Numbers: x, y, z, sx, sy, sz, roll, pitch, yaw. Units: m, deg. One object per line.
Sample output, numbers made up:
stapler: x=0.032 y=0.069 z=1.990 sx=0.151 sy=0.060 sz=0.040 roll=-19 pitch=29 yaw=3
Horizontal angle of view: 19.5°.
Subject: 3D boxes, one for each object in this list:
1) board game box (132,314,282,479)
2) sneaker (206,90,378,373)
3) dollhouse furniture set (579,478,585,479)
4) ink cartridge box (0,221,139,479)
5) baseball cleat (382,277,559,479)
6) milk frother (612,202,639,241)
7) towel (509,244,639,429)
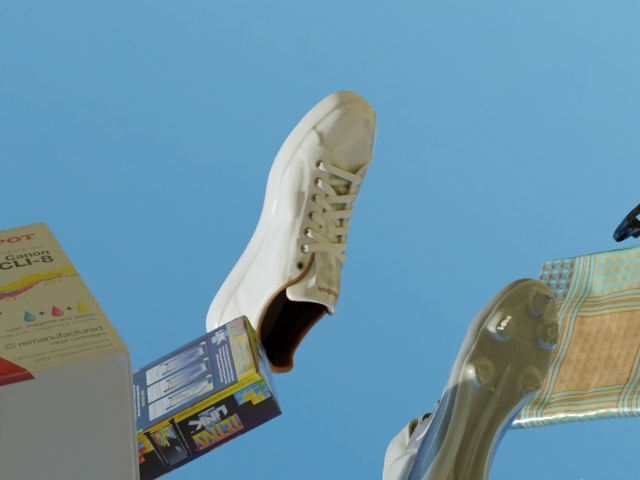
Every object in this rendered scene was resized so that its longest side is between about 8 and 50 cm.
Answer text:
board game box: x=-0.112 y=0.139 z=1.651 sx=0.048 sy=0.141 sz=0.170 roll=63 pitch=-179 yaw=-16
sneaker: x=0.000 y=0.000 z=1.832 sx=0.106 sy=0.290 sz=0.123 roll=17 pitch=-170 yaw=-41
dollhouse furniture set: x=0.253 y=0.282 z=1.755 sx=0.091 sy=0.081 sz=0.114 roll=0 pitch=-111 yaw=-15
ink cartridge box: x=-0.198 y=0.090 z=1.140 sx=0.128 sy=0.127 sz=0.176 roll=-13 pitch=-150 yaw=-20
baseball cleat: x=0.094 y=0.118 z=1.297 sx=0.072 sy=0.206 sz=0.109 roll=28 pitch=172 yaw=-26
milk frother: x=0.387 y=-0.009 z=1.883 sx=0.129 sy=0.143 sz=0.135 roll=3 pitch=-135 yaw=-38
towel: x=0.389 y=0.105 z=2.293 sx=0.040 sy=0.370 sz=0.271 roll=46 pitch=-129 yaw=-31
